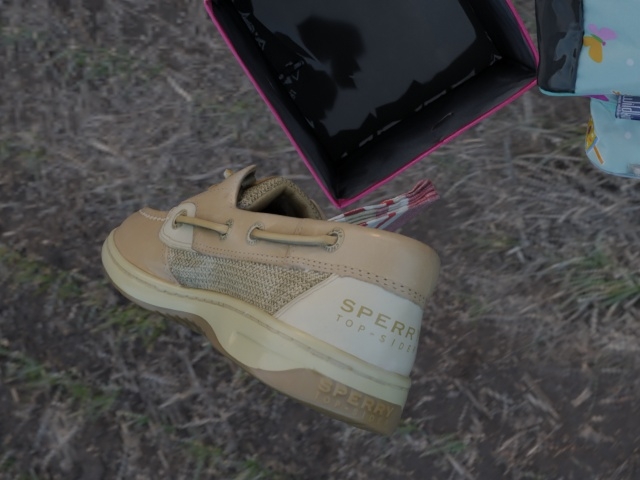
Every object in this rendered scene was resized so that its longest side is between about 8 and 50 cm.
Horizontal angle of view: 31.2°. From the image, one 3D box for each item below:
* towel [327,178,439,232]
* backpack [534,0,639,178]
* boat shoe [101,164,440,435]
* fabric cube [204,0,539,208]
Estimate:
[{"bbox_3d":[0.000,0.000,1.754,0.037,0.329,0.237,67,160,8],"label":"towel"},{"bbox_3d":[0.198,-0.102,0.476,0.188,0.166,0.144,5,123,31],"label":"backpack"},{"bbox_3d":[-0.035,0.016,0.718,0.341,0.122,0.110,22,88,57],"label":"boat shoe"},{"bbox_3d":[0.055,-0.225,1.240,0.259,0.258,0.254,-32,100,8],"label":"fabric cube"}]
